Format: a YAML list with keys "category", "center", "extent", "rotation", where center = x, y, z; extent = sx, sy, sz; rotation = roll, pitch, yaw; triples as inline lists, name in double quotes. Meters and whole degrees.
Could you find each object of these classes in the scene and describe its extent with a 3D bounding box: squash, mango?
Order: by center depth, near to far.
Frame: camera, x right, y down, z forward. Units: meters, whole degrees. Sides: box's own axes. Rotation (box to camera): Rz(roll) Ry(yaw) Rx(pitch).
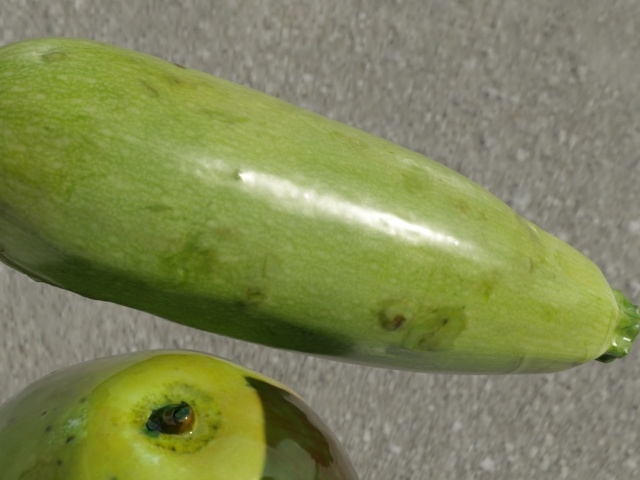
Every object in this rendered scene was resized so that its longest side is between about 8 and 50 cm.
- category: "squash"
  center: [0.001, 0.002, 0.708]
  extent: [0.370, 0.118, 0.118]
  rotation: [19, 56, -19]
- category: "mango"
  center: [-0.111, 0.196, 0.773]
  extent: [0.225, 0.382, 0.201]
  rotation: [23, 44, -17]

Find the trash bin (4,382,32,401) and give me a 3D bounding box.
- category: "trash bin"
  center: [-0.423, 0.302, 1.474]
  extent: [0.368, 0.296, 0.256]
  rotation: [-1, 19, 16]
